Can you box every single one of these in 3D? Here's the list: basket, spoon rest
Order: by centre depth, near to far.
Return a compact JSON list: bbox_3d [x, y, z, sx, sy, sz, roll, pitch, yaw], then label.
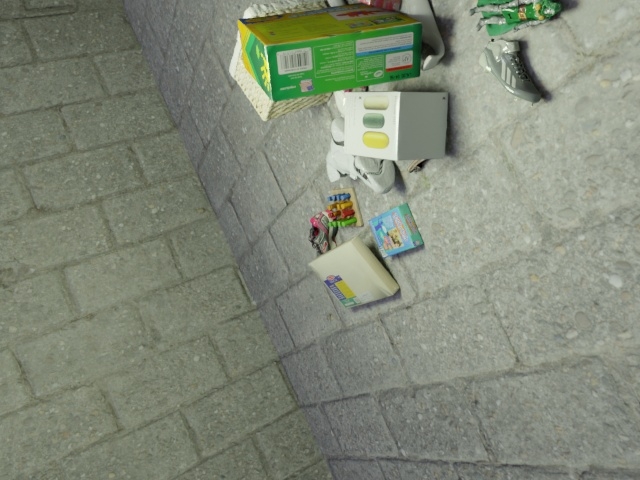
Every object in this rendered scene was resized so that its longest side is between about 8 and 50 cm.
[{"bbox_3d":[0.291,-0.617,1.605,0.137,0.084,0.276,-52,50,56],"label":"spoon rest"},{"bbox_3d":[-0.112,-0.655,1.993,0.266,0.331,0.328,60,150,13],"label":"basket"}]

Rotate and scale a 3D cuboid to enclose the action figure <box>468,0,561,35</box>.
[{"bbox_3d":[0.468,-0.547,1.317,0.137,0.063,0.232,44,165,-35],"label":"action figure"}]

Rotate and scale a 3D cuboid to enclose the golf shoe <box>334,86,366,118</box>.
[{"bbox_3d":[0.127,-0.460,1.957,0.140,0.115,0.306,146,109,-71],"label":"golf shoe"}]

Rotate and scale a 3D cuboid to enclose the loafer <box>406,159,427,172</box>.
[{"bbox_3d":[0.324,-0.254,1.802,0.039,0.045,0.125,54,146,13],"label":"loafer"}]

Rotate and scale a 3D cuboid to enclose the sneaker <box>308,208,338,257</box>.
[{"bbox_3d":[0.000,0.000,2.449,0.121,0.112,0.299,38,139,43],"label":"sneaker"}]

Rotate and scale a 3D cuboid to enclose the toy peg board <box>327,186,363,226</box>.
[{"bbox_3d":[0.083,-0.126,2.258,0.161,0.079,0.161,1,109,59],"label":"toy peg board"}]

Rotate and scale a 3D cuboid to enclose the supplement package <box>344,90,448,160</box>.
[{"bbox_3d":[0.228,-0.360,1.702,0.262,0.198,0.199,21,114,54],"label":"supplement package"}]

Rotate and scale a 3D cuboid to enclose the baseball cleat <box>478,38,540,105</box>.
[{"bbox_3d":[0.484,-0.433,1.381,0.206,0.072,0.109,49,139,26],"label":"baseball cleat"}]

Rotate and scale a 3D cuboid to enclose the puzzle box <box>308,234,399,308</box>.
[{"bbox_3d":[0.127,0.144,2.301,0.272,0.052,0.409,50,151,-6],"label":"puzzle box"}]

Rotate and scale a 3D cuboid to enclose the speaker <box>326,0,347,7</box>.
[{"bbox_3d":[0.062,-0.801,1.882,0.136,0.055,0.055,63,151,10],"label":"speaker"}]

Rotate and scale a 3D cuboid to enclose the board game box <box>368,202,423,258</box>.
[{"bbox_3d":[0.274,-0.032,2.025,0.210,0.047,0.160,-26,85,62],"label":"board game box"}]

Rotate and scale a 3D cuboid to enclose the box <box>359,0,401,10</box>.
[{"bbox_3d":[0.178,-0.804,1.558,0.128,0.122,0.257,43,129,39],"label":"box"}]

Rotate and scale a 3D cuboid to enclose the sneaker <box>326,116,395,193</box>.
[{"bbox_3d":[0.138,-0.268,2.021,0.366,0.137,0.210,59,151,29],"label":"sneaker"}]

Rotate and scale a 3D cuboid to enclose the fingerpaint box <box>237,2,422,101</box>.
[{"bbox_3d":[0.016,-0.566,1.618,0.371,0.444,0.163,-122,23,-53],"label":"fingerpaint box"}]
